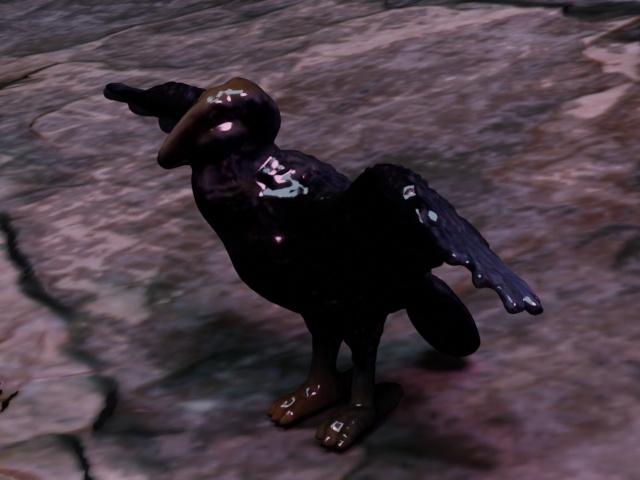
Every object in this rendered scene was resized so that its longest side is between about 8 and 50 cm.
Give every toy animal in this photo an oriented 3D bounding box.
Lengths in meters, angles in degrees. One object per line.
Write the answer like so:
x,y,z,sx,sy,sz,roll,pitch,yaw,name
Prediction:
0.000,0.000,0.495,0.062,0.108,0.220,-33,26,-18,toy animal
